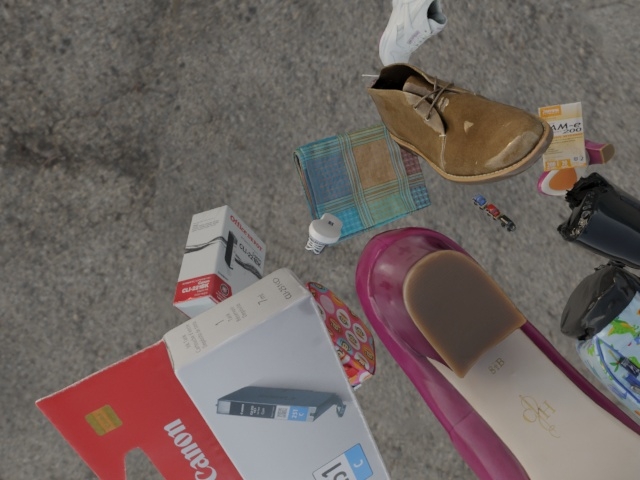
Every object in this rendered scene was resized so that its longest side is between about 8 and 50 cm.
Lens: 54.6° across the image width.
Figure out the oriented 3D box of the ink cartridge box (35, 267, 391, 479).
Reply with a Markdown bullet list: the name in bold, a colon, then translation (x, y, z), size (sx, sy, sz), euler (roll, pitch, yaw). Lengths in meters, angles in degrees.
- **ink cartridge box**: translation (-0.086, 0.209, 0.626), size (0.261, 0.066, 0.296), euler (-29, 123, -11)

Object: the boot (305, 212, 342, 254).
- **boot**: translation (0.000, 0.000, 1.366), size (0.069, 0.190, 0.086), euler (33, 106, 5)

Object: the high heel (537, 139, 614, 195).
- **high heel**: translation (0.537, -0.165, 1.386), size (0.244, 0.117, 0.082), euler (-34, 113, -24)

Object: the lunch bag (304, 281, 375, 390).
- **lunch bag**: translation (0.034, 0.277, 1.741), size (0.120, 0.258, 0.293), euler (-39, 112, 19)

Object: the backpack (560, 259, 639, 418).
- **backpack**: translation (0.643, 0.229, 1.178), size (0.356, 0.290, 0.273), euler (27, 89, 13)

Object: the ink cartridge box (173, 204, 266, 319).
- **ink cartridge box**: translation (-0.242, 0.080, 1.548), size (0.114, 0.272, 0.197), euler (-15, 140, 23)

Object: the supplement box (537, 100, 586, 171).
- **supplement box**: translation (0.370, -0.160, 0.951), size (0.062, 0.036, 0.098), euler (-6, 103, 20)

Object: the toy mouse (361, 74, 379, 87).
- **toy mouse**: translation (0.136, -0.293, 1.140), size (0.143, 0.161, 0.031), euler (32, 136, 27)

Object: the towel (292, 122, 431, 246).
- **towel**: translation (0.121, -0.164, 1.669), size (0.370, 0.040, 0.271), euler (-21, 97, -26)

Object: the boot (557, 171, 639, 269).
- **boot**: translation (0.376, 0.036, 0.712), size (0.207, 0.246, 0.094), euler (26, 132, -1)

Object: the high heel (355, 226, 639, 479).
- **high heel**: translation (0.163, 0.146, 0.492), size (0.127, 0.181, 0.377), euler (-32, 97, -3)

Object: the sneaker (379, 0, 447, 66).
- **sneaker**: translation (0.249, -0.563, 1.671), size (0.152, 0.114, 0.305), euler (36, 147, 18)

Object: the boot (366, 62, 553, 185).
- **boot**: translation (0.155, -0.155, 0.786), size (0.112, 0.305, 0.115), euler (-49, 122, -4)

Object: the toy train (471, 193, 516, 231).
- **toy train**: translation (0.456, -0.077, 1.642), size (0.027, 0.158, 0.036), euler (-40, 141, -2)
